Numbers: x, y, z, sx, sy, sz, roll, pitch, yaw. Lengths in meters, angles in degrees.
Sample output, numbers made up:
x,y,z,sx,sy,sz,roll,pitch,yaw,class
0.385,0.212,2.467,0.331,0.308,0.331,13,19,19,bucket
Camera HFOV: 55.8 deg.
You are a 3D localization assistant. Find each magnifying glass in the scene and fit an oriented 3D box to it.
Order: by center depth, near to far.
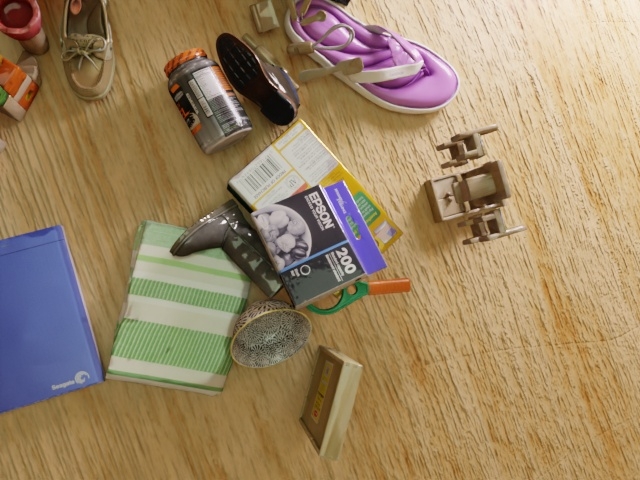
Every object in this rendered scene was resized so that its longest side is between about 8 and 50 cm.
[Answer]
x,y,z,sx,sy,sz,roll,pitch,yaw,class
0.071,0.098,1.220,0.231,0.026,0.092,-3,93,-14,magnifying glass

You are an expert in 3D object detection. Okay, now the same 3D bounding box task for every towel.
x,y,z,sx,sy,sz,roll,pitch,yaw,class
-0.279,0.138,1.227,0.248,0.038,0.324,13,82,-11,towel

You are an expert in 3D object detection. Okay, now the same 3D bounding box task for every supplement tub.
x,y,z,sx,sy,sz,roll,pitch,yaw,class
-0.230,-0.281,1.222,0.117,0.117,0.190,-29,91,-11,supplement tub

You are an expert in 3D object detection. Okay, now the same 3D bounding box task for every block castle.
x,y,z,sx,sy,sz,roll,pitch,yaw,class
-0.723,-0.287,1.081,0.303,0.213,0.453,27,81,-8,block castle

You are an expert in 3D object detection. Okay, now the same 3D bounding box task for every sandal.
x,y,z,sx,sy,sz,roll,pitch,yaw,class
0.116,-0.397,1.301,0.417,0.102,0.169,21,83,-9,sandal

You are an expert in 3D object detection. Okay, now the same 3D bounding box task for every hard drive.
x,y,z,sx,sy,sz,roll,pitch,yaw,class
-0.564,0.151,1.168,0.210,0.040,0.318,-16,89,-12,hard drive

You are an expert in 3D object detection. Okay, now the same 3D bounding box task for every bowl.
x,y,z,sx,sy,sz,roll,pitch,yaw,class
-0.109,0.173,1.219,0.170,0.170,0.080,-14,44,-15,bowl

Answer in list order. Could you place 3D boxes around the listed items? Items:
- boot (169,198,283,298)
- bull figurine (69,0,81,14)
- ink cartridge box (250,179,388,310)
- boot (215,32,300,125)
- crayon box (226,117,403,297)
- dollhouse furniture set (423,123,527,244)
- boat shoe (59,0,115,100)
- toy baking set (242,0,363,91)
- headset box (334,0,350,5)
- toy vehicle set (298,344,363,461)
x,y,z,sx,sy,sz,roll,pitch,yaw,class
-0.165,0.037,1.200,0.190,0.076,0.208,-39,90,-26,boot
-0.563,-0.523,1.106,0.310,0.188,0.101,29,95,25,bull figurine
0.000,0.000,1.180,0.208,0.045,0.206,-25,78,-12,ink cartridge box
-0.124,-0.335,1.248,0.082,0.106,0.219,-35,101,23,boot
-0.012,-0.063,1.265,0.203,0.083,0.323,-43,94,-10,crayon box
0.342,-0.114,1.254,0.161,0.242,0.212,-16,90,-12,dollhouse furniture set
-0.469,-0.423,1.199,0.105,0.089,0.285,-5,87,-11,boat shoe
-0.040,-0.414,1.261,0.197,0.030,0.256,-38,97,26,toy baking set
-0.028,-0.678,1.278,0.283,0.131,0.246,17,84,-9,headset box
0.014,0.297,1.153,0.035,0.267,0.165,17,84,-8,toy vehicle set
